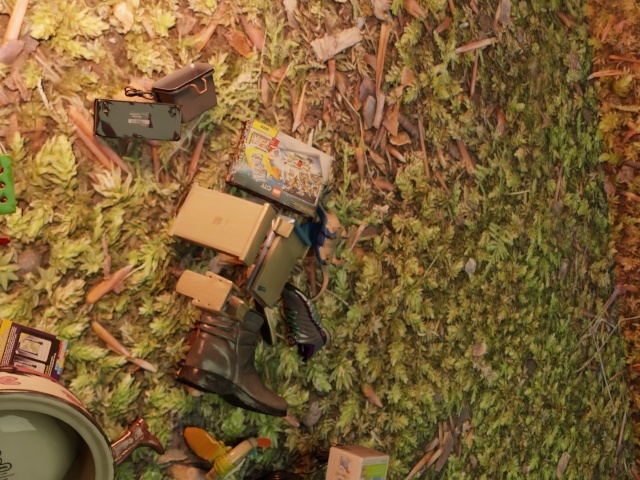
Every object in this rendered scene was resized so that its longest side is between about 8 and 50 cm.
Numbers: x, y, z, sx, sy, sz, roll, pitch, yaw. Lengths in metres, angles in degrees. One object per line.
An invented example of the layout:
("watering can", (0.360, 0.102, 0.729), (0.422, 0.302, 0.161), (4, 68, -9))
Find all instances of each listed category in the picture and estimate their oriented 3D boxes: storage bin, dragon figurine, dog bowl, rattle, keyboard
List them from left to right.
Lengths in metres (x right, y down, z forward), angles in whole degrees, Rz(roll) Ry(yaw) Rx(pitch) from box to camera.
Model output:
("dog bowl", (-0.577, 0.399, 1.501), (0.407, 0.150, 0.408), (-10, 118, -19))
("keyboard", (-0.376, -0.263, 1.764), (0.180, 0.023, 0.108), (1, 100, -22))
("storage bin", (-0.281, -0.316, 1.848), (0.135, 0.098, 0.091), (-39, 130, -34))
("rattle", (-0.220, 0.478, 2.023), (0.199, 0.142, 0.130), (-32, 149, -54))
("dragon figurine", (0.000, 0.000, 2.146), (0.085, 0.144, 0.289), (-5, 117, -45))

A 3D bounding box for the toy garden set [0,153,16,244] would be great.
("toy garden set", (-0.665, -0.042, 1.499), (0.244, 0.049, 0.204), (-9, 106, -31))

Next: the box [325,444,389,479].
("box", (0.081, 0.614, 2.084), (0.114, 0.103, 0.203), (11, 89, -47))

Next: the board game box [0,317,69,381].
("board game box", (-0.566, 0.250, 1.611), (0.141, 0.048, 0.170), (25, 59, -31))

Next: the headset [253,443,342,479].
("headset", (-0.056, 0.659, 2.090), (0.394, 0.185, 0.244), (-52, 128, -48))

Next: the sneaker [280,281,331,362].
("sneaker", (-0.055, 0.206, 2.121), (0.098, 0.083, 0.224), (-47, 125, -24))

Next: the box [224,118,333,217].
("box", (-0.095, -0.168, 2.027), (0.233, 0.044, 0.159), (23, 78, -27))

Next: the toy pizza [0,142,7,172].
("toy pizza", (-0.654, -0.119, 1.546), (0.201, 0.032, 0.202), (-5, 98, -43))

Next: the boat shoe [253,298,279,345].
("boat shoe", (-0.123, 0.187, 2.072), (0.045, 0.050, 0.136), (-21, 108, -35))

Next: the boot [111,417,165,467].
("boot", (-0.403, 0.457, 1.840), (0.114, 0.037, 0.106), (-44, 109, -35))

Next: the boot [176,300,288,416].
("boot", (-0.168, 0.274, 2.001), (0.338, 0.118, 0.223), (36, 64, -44))

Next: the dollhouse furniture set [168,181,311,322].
("dollhouse furniture set", (-0.195, 0.056, 1.954), (0.287, 0.198, 0.303), (-66, 154, -15))
